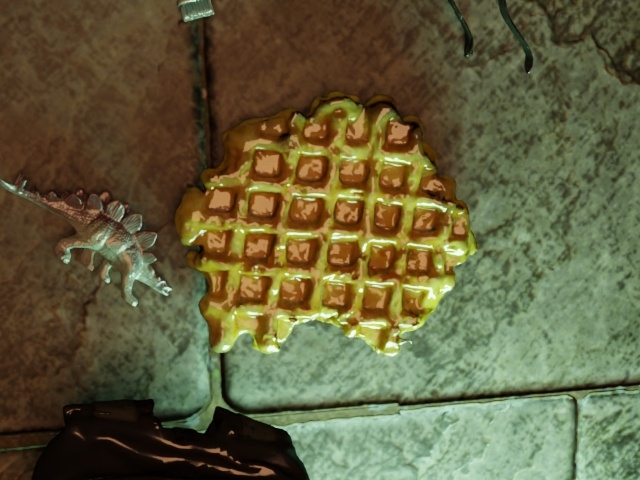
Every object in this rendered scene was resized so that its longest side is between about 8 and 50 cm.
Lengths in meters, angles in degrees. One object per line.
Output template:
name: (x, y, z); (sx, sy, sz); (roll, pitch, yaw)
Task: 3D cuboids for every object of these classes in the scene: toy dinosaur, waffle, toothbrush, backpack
toy dinosaur: (-0.224, -0.010, 0.969); (0.209, 0.039, 0.082); (35, 89, -26)
waffle: (0.009, -0.003, 1.013); (0.300, 0.058, 0.282); (-19, 102, -7)
toothbrush: (-0.012, -0.255, 0.980); (0.263, 0.022, 0.026); (-14, 89, -9)
backpack: (-0.157, 0.361, 0.951); (0.363, 0.255, 0.446); (12, 112, -13)

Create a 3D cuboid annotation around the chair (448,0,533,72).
chair: (0.194, -0.295, 0.943); (0.149, 0.174, 0.213); (-29, 116, -9)
